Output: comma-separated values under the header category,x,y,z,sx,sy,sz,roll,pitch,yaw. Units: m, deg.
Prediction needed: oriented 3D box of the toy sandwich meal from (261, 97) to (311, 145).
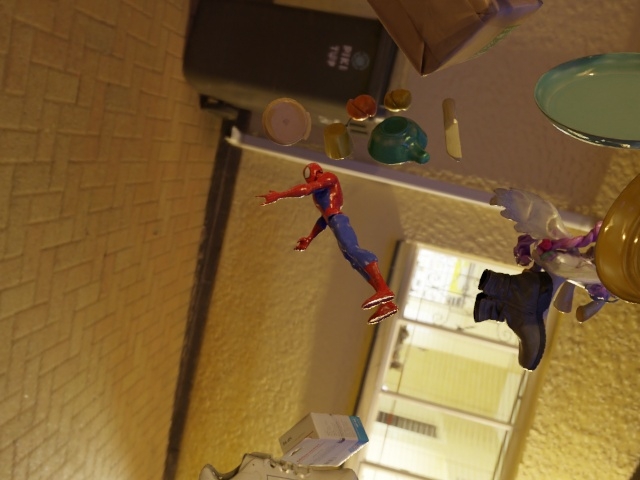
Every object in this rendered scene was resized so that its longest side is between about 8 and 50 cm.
category,x,y,z,sx,sy,sz,roll,pitch,yaw
toy sandwich meal,-0.057,-0.198,1.027,0.029,0.086,0.085,-139,-119,-73

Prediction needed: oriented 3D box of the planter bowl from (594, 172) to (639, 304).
category,x,y,z,sx,sy,sz,roll,pitch,yaw
planter bowl,0.418,-0.005,0.671,0.217,0.090,0.217,-51,-163,23

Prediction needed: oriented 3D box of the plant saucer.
category,x,y,z,sx,sy,sz,roll,pitch,yaw
plant saucer,0.542,-0.245,1.089,0.317,0.318,0.043,-70,157,-45

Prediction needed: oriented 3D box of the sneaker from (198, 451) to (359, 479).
category,x,y,z,sx,sy,sz,roll,pitch,yaw
sneaker,-0.080,0.436,1.091,0.111,0.297,0.129,107,-26,-82

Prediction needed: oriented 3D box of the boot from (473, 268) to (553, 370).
category,x,y,z,sx,sy,sz,roll,pitch,yaw
boot,0.416,0.175,1.382,0.083,0.161,0.246,-94,-176,-71

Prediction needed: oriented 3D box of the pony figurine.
category,x,y,z,sx,sy,sz,roll,pitch,yaw
pony figurine,0.549,0.051,1.408,0.302,0.351,0.363,-103,-155,-45

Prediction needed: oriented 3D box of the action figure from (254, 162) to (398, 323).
category,x,y,z,sx,sy,sz,roll,pitch,yaw
action figure,0.000,0.000,0.931,0.091,0.139,0.280,70,-1,-59

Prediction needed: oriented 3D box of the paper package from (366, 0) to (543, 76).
category,x,y,z,sx,sy,sz,roll,pitch,yaw
paper package,0.210,-0.474,1.091,0.168,0.309,0.325,-33,-179,38

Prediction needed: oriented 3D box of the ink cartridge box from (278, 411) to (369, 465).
category,x,y,z,sx,sy,sz,roll,pitch,yaw
ink cartridge box,-0.005,0.392,1.216,0.104,0.180,0.060,-45,-133,25

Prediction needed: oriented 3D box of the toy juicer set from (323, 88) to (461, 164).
category,x,y,z,sx,sy,sz,roll,pitch,yaw
toy juicer set,0.185,-0.249,1.390,0.209,0.329,0.089,-61,149,-32
